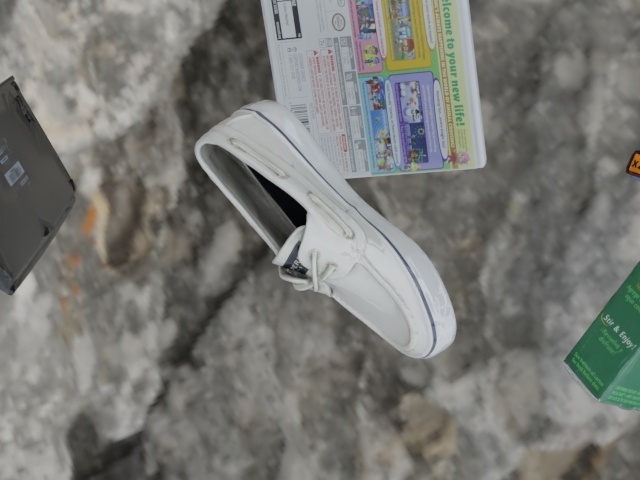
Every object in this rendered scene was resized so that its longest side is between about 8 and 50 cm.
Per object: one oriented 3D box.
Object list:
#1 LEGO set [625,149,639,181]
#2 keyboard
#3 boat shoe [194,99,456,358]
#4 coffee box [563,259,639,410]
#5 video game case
[{"bbox_3d":[0.365,-0.020,1.259,0.060,0.244,0.182,-67,166,1],"label":"LEGO set"},{"bbox_3d":[-0.263,-0.079,1.199,0.033,0.317,0.201,-27,102,6],"label":"keyboard"},{"bbox_3d":[0.000,0.000,1.311,0.088,0.267,0.096,-33,172,-38],"label":"boat shoe"},{"bbox_3d":[0.230,0.018,0.882,0.113,0.040,0.184,14,117,-40],"label":"coffee box"},{"bbox_3d":[0.050,-0.163,1.496,0.193,0.023,0.212,-4,110,13],"label":"video game case"}]
